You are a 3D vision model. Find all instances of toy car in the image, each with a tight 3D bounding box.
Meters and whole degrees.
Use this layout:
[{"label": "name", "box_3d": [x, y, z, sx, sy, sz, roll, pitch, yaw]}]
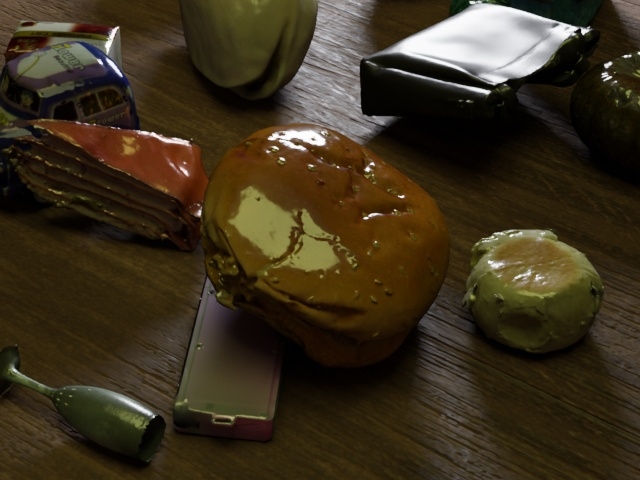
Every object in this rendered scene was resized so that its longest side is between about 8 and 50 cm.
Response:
[{"label": "toy car", "box_3d": [-0.359, -0.162, 1.728, 0.235, 0.158, 0.172, -27, 48, -29]}]

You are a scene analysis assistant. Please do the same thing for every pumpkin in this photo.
[{"label": "pumpkin", "box_3d": [0.465, -0.188, 1.809, 0.219, 0.162, 0.219, 1, 34, 0]}]

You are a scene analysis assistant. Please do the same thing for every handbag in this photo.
[{"label": "handbag", "box_3d": [0.225, -0.242, 1.854, 0.285, 0.113, 0.257, -30, 30, -35]}]

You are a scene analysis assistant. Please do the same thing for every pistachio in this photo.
[{"label": "pistachio", "box_3d": [-0.114, -0.348, 1.955, 0.226, 0.208, 0.331, -35, 52, 21]}]

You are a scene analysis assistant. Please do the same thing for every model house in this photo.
[{"label": "model house", "box_3d": [0.346, -0.471, 2.097, 0.226, 0.241, 0.261, 18, 41, 15]}]

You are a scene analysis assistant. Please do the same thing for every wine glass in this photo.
[{"label": "wine glass", "box_3d": [-0.259, 0.172, 1.389, 0.198, 0.066, 0.066, 20, 42, 21]}]

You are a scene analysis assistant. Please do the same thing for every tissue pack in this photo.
[{"label": "tissue pack", "box_3d": [-0.367, -0.255, 1.891, 0.149, 0.099, 0.106, 2, 38, 1]}]

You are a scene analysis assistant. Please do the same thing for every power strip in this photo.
[{"label": "power strip", "box_3d": [-0.093, 0.118, 1.485, 0.109, 0.037, 0.279, 6, 38, 2]}]

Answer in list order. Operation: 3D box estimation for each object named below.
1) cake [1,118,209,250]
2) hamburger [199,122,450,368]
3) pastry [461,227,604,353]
[{"label": "cake", "box_3d": [-0.254, -0.086, 1.651, 0.287, 0.098, 0.135, 19, 48, -9]}, {"label": "hamburger", "box_3d": [0.000, 0.000, 1.492, 0.290, 0.170, 0.314, 29, 36, 0]}, {"label": "pastry", "box_3d": [0.249, 0.058, 1.543, 0.166, 0.088, 0.165, 2, 38, -2]}]
